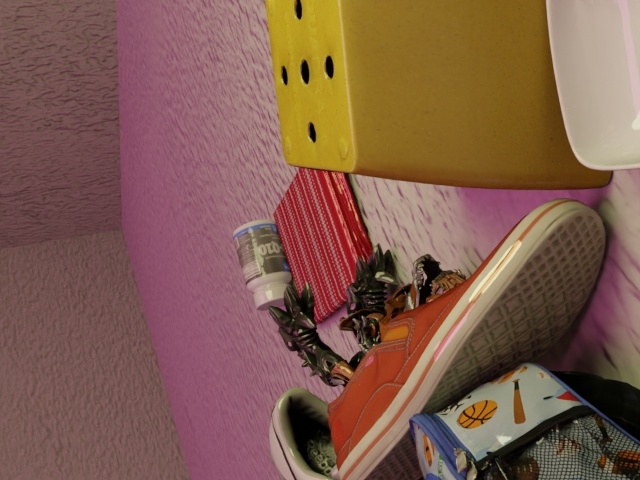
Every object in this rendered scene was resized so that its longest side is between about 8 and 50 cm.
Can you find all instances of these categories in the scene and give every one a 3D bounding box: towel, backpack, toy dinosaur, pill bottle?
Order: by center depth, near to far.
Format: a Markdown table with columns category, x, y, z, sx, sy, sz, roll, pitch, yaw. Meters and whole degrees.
| category | x | y | z | sx | sy | sz | roll | pitch | yaw |
| --- | --- | --- | --- | --- | --- | --- | --- | --- | --- |
| backpack | 0.156 | 0.220 | 0.500 | 0.263 | 0.213 | 0.277 | -112 | 4 | -70 |
| toy dinosaur | 0.064 | 0.134 | 0.809 | 0.218 | 0.164 | 0.322 | 45 | 122 | 30 |
| towel | 0.000 | 0.000 | 1.054 | 0.275 | 0.031 | 0.199 | 130 | 124 | -66 |
| pill bottle | -0.092 | 0.041 | 1.241 | 0.078 | 0.078 | 0.137 | 127 | 128 | -63 |

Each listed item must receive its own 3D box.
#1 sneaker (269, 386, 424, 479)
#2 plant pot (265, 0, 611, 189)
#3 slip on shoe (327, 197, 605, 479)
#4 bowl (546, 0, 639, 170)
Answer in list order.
| category | x | y | z | sx | sy | sz | roll | pitch | yaw |
| --- | --- | --- | --- | --- | --- | --- | --- | --- | --- |
| sneaker | 0.061 | 0.276 | 0.767 | 0.330 | 0.122 | 0.146 | 34 | 152 | 27 |
| plant pot | 0.072 | -0.139 | 0.582 | 0.212 | 0.187 | 0.212 | -159 | 61 | -67 |
| slip on shoe | 0.100 | 0.086 | 0.619 | 0.331 | 0.123 | 0.101 | -58 | 44 | 33 |
| bowl | 0.202 | -0.116 | 0.445 | 0.142 | 0.053 | 0.142 | 175 | 84 | -68 |
